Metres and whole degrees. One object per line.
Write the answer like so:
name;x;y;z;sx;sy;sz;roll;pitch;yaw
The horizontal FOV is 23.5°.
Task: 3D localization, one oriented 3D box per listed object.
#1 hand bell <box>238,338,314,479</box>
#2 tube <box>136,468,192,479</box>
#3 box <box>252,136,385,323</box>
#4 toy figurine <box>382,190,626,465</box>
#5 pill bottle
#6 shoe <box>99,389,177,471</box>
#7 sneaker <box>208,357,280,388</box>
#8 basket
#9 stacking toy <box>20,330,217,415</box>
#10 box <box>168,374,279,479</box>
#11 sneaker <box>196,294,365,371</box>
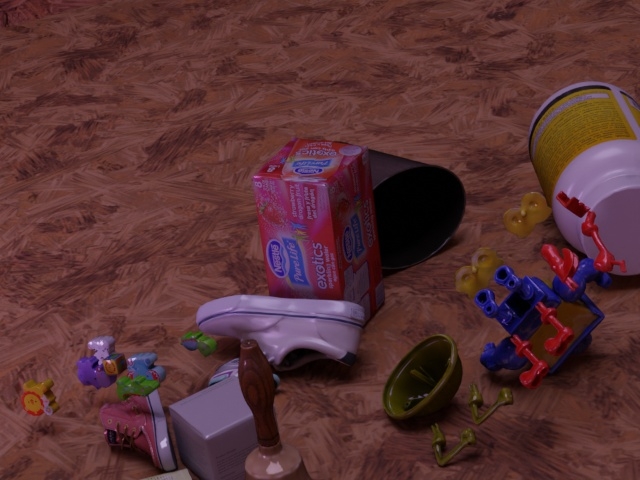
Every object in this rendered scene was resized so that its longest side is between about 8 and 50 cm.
hand bell;-0.062;0.218;1.764;0.126;0.242;0.126;-7;27;4
tube;-0.260;0.326;1.825;0.240;0.062;0.070;-13;71;-17
box;0.000;0.000;2.135;0.123;0.256;0.128;8;33;27
toy figurine;0.276;0.135;1.950;0.362;0.217;0.191;-52;47;11
pill bottle;0.419;-0.089;2.252;0.188;0.188;0.334;-8;28;2
shoe;-0.232;0.248;1.954;0.081;0.063;0.178;-15;23;-8
sneaker;-0.099;0.176;2.068;0.098;0.038;0.069;-3;29;11
basket;0.076;-0.066;2.359;0.204;0.154;0.227;-21;27;-24
stacking toy;-0.264;0.177;2.040;0.221;0.052;0.167;-6;16;30
box;-0.117;0.238;1.905;0.101;0.087;0.102;-24;32;-26
sneaker;-0.063;0.128;2.087;0.258;0.094;0.091;-2;71;32
